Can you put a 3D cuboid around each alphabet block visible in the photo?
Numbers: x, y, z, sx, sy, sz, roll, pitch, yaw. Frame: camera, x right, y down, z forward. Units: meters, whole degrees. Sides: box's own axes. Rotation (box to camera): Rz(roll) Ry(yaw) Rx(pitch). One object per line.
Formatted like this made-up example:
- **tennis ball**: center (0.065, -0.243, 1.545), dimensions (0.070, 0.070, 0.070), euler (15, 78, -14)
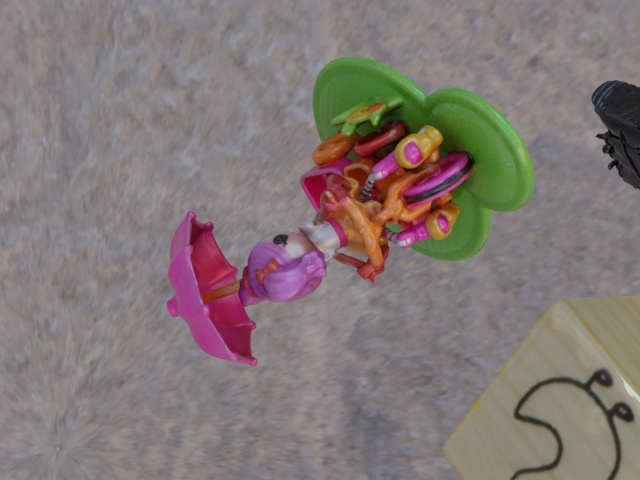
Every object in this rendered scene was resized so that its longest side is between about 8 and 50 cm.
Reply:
- **alphabet block**: center (0.257, 0.178, 1.235), dimensions (0.193, 0.192, 0.197), euler (2, 40, -46)

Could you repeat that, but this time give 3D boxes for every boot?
- **boot**: center (0.265, -0.069, 1.149), dimensions (0.045, 0.121, 0.099), euler (-46, 136, -13)

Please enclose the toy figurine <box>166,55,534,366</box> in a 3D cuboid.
- **toy figurine**: center (0.000, 0.000, 0.750), dimensions (0.159, 0.173, 0.130), euler (-39, 108, -25)
